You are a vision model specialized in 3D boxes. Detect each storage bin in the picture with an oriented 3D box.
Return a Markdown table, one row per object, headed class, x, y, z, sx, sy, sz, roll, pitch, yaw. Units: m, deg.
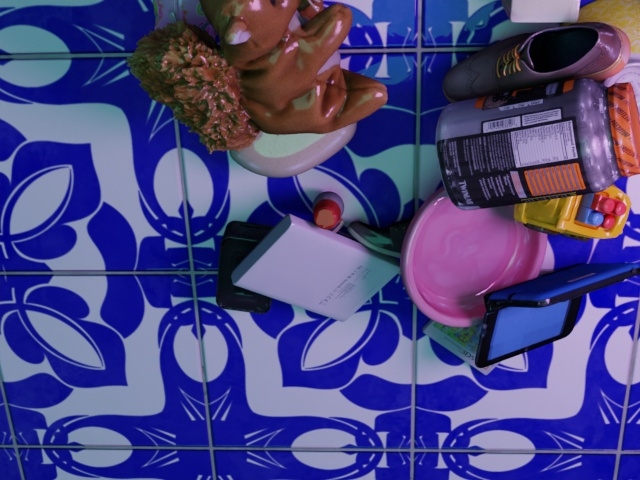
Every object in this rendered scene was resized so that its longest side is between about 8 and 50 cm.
| class | x | y | z | sx | sy | sz | roll | pitch | yaw |
| --- | --- | --- | --- | --- | --- | --- | --- | --- | --- |
| storage bin | -0.158 | 0.059 | 2.013 | 0.122 | 0.084 | 0.180 | 8 | 116 | -1 |

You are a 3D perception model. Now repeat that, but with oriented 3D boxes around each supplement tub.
| class | x | y | z | sx | sy | sz | roll | pitch | yaw |
| --- | --- | --- | --- | --- | --- | --- | --- | --- | --- |
| supplement tub | 0.395 | -0.174 | 1.662 | 0.337 | 0.207 | 0.207 | -7 | 118 | 25 |

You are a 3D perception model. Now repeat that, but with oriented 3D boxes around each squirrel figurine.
| class | x | y | z | sx | sy | sz | roll | pitch | yaw |
| --- | --- | --- | --- | --- | --- | --- | --- | --- | --- |
| squirrel figurine | -0.133 | -0.323 | 1.598 | 0.397 | 0.370 | 0.281 | -28 | 71 | 11 |

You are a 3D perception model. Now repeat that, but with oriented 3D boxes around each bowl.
| class | x | y | z | sx | sy | sz | roll | pitch | yaw |
| --- | --- | --- | --- | --- | --- | --- | --- | --- | --- |
| bowl | 0.571 | -0.302 | 1.746 | 0.289 | 0.156 | 0.290 | 2 | 118 | 3 |

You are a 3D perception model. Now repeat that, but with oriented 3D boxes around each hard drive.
| class | x | y | z | sx | sy | sz | roll | pitch | yaw |
| --- | --- | --- | --- | --- | --- | --- | --- | --- | --- |
| hard drive | -0.006 | 0.066 | 1.952 | 0.307 | 0.040 | 0.203 | 23 | 126 | -36 |

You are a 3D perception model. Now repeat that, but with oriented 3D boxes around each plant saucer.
| class | x | y | z | sx | sy | sz | roll | pitch | yaw |
| --- | --- | --- | --- | --- | --- | --- | --- | --- | --- |
| plant saucer | 0.309 | 0.014 | 1.913 | 0.332 | 0.084 | 0.332 | -8 | 113 | -19 |

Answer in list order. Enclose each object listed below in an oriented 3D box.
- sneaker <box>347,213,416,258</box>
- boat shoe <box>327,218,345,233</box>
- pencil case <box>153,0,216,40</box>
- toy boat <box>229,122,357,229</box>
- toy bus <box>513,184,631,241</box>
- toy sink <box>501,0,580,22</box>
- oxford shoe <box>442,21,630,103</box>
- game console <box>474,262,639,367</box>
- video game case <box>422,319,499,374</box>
| class | x | y | z | sx | sy | sz | roll | pitch | yaw |
| --- | --- | --- | --- | --- | --- | --- | --- | --- | --- |
| sneaker | 0.175 | -0.027 | 1.962 | 0.222 | 0.083 | 0.118 | 19 | 105 | -8 |
| boat shoe | 0.000 | 0.000 | 1.996 | 0.043 | 0.049 | 0.137 | 30 | 110 | -14 |
| pencil case | -0.256 | -0.494 | 1.718 | 0.124 | 0.124 | 0.284 | 4 | 116 | 1 |
| toy boat | -0.036 | -0.172 | 1.864 | 0.267 | 0.148 | 0.318 | -21 | 102 | 9 |
| toy bus | 0.529 | -0.066 | 1.810 | 0.220 | 0.211 | 0.150 | 12 | 97 | -29 |
| toy sink | 0.394 | -0.522 | 1.646 | 0.131 | 0.153 | 0.234 | 1 | 118 | 3 |
| oxford shoe | 0.370 | -0.333 | 1.698 | 0.363 | 0.132 | 0.130 | -12 | 80 | 36 |
| game console | 0.490 | 0.159 | 1.911 | 0.293 | 0.250 | 0.173 | -15 | 96 | -29 |
| video game case | 0.370 | 0.184 | 2.079 | 0.193 | 0.023 | 0.212 | 35 | 114 | -14 |
